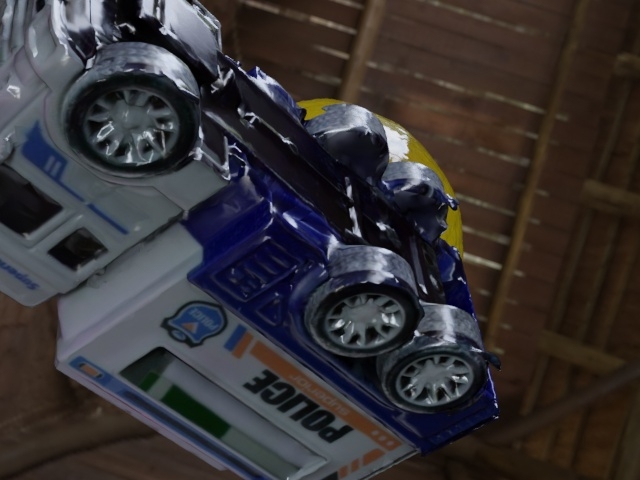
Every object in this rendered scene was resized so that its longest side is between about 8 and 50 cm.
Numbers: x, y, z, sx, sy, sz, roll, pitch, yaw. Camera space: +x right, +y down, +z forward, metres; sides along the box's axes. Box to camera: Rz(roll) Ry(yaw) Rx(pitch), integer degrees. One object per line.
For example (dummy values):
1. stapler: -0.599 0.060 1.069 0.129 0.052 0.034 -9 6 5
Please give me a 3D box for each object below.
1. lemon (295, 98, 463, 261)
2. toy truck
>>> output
1. lemon: -0.001 -0.001 0.955 0.263 0.236 0.236 -97 -163 -51
2. toy truck: -0.051 0.001 0.501 0.155 0.268 0.124 -34 -143 22
